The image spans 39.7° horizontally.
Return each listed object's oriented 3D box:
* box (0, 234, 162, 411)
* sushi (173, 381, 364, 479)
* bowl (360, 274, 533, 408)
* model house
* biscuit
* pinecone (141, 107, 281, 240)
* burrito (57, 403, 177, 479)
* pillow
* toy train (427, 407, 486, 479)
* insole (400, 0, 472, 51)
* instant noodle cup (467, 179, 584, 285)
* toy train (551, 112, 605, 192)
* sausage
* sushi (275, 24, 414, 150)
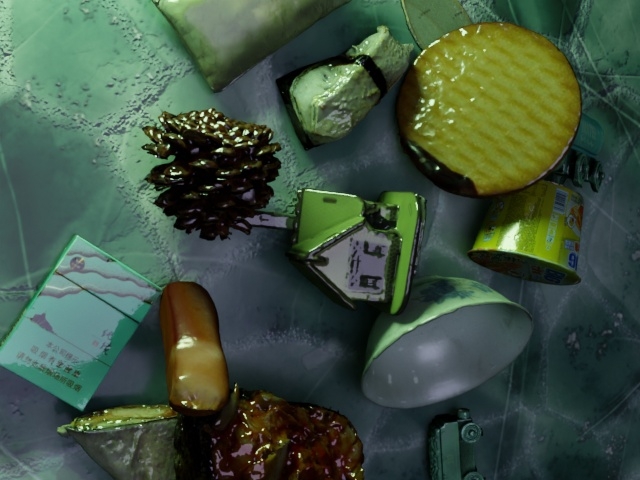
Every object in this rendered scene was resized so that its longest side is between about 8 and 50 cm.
[{"bbox_3d":[-0.379,0.129,1.389,0.162,0.041,0.229,36,82,-20],"label":"box"},{"bbox_3d":[-0.084,0.320,1.397,0.343,0.182,0.196,18,57,-47],"label":"sushi"},{"bbox_3d":[0.197,0.148,1.536,0.313,0.313,0.146,-6,52,-20],"label":"bowl"},{"bbox_3d":[0.000,0.000,1.439,0.279,0.218,0.204,9,90,-17],"label":"model house"},{"bbox_3d":[0.286,-0.225,1.524,0.318,0.040,0.318,-3,80,14],"label":"biscuit"},{"bbox_3d":[-0.169,-0.100,1.363,0.221,0.221,0.221,-2,95,-21],"label":"pinecone"},{"bbox_3d":[-0.247,0.363,1.429,0.175,0.107,0.347,-47,111,-28],"label":"burrito"},{"bbox_3d":[-0.101,-0.396,1.435,0.302,0.075,0.185,-37,106,-11],"label":"pillow"},{"bbox_3d":[0.248,0.396,1.638,0.099,0.070,0.172,-5,96,-10],"label":"toy train"},{"bbox_3d":[0.252,-0.328,1.609,0.119,0.009,0.348,-36,106,-15],"label":"insole"},{"bbox_3d":[0.378,-0.020,1.589,0.205,0.205,0.153,18,81,-21],"label":"instant noodle cup"},{"bbox_3d":[0.454,-0.171,1.606,0.248,0.101,0.159,1,94,-59],"label":"toy train"},{"bbox_3d":[-0.193,0.162,1.339,0.089,0.300,0.083,17,118,-22],"label":"sausage"},{"bbox_3d":[0.073,-0.269,1.492,0.273,0.109,0.134,-31,104,-16],"label":"sushi"}]
